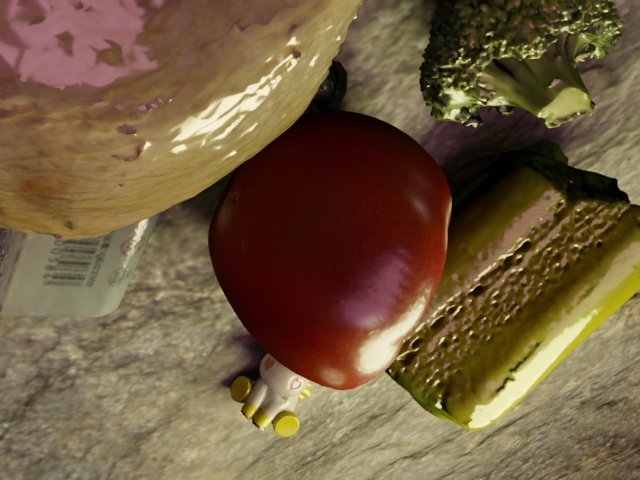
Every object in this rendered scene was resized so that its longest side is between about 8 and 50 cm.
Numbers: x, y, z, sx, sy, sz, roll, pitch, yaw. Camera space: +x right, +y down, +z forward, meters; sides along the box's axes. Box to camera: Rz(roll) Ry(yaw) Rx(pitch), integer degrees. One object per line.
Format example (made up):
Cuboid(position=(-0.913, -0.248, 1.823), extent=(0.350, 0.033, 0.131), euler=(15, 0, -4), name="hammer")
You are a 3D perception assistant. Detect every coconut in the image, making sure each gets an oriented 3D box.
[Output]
Cuboid(position=(-0.175, -0.186, 0.549), extent=(0.405, 0.404, 0.404), euler=(-19, 139, -18), name="coconut")

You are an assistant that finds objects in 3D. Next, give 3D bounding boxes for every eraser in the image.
Cuboid(position=(-0.239, -0.033, 0.896), extent=(0.174, 0.081, 0.227), euler=(8, 126, -35), name="eraser")

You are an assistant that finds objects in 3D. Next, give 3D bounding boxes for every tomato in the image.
Cuboid(position=(0.000, 0.000, 0.966), extent=(0.226, 0.298, 0.298), euler=(20, 123, -8), name="tomato")

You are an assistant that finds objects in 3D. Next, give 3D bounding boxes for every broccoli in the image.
Cuboid(position=(0.211, -0.200, 0.962), extent=(0.226, 0.176, 0.198), euler=(23, 137, -26), name="broccoli")

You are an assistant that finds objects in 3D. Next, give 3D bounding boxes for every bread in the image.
Cuboid(position=(0.227, 0.053, 1.188), extent=(0.376, 0.251, 0.208), euler=(-46, -179, 10), name="bread")

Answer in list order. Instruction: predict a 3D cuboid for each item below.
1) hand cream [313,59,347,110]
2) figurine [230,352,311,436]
Cuboid(position=(-0.127, -0.175, 0.851), extent=(0.336, 0.076, 0.121), euler=(8, 121, -32), name="hand cream")
Cuboid(position=(-0.042, 0.175, 1.252), extent=(0.130, 0.109, 0.178), euler=(-29, 150, -50), name="figurine")
